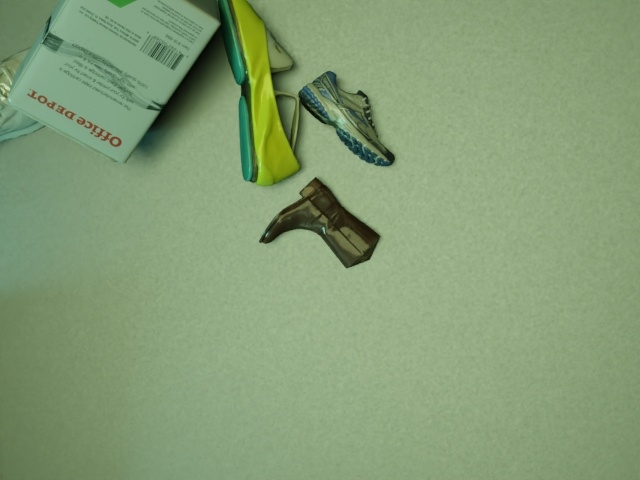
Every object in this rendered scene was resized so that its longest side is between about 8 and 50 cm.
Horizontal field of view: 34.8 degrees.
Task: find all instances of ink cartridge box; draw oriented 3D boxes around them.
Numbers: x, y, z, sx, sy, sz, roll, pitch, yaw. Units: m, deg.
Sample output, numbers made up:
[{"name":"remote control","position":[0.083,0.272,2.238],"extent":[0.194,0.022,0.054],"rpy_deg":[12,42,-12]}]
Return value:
[{"name":"ink cartridge box","position":[-0.231,-0.213,1.138],"extent":[0.153,0.087,0.208],"rpy_deg":[30,112,-24]}]

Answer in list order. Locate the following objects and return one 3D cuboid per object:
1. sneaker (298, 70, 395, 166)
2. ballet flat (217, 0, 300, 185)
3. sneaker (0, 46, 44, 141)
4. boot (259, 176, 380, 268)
[{"name":"sneaker","position":[0.041,-0.142,1.173],"extent":[0.135,0.052,0.058],"rpy_deg":[43,81,-6]},{"name":"ballet flat","position":[-0.066,-0.179,1.182],"extent":[0.077,0.077,0.231],"rpy_deg":[-9,94,-13]},{"name":"sneaker","position":[-0.395,-0.160,1.209],"extent":[0.235,0.095,0.090],"rpy_deg":[-32,86,6]},{"name":"boot","position":[0.000,0.000,1.193],"extent":[0.114,0.037,0.106],"rpy_deg":[45,99,-1]}]
